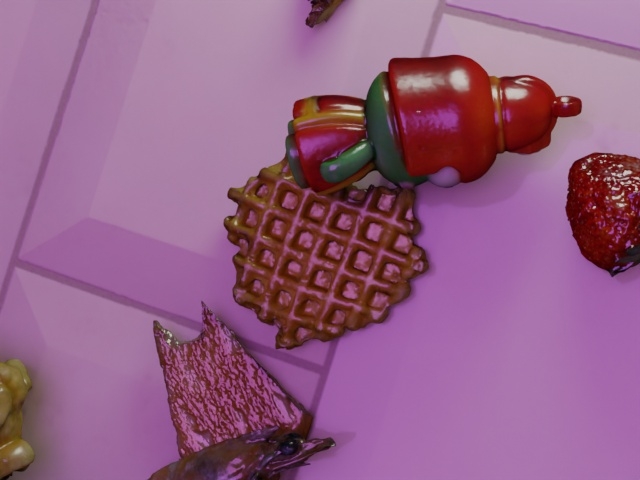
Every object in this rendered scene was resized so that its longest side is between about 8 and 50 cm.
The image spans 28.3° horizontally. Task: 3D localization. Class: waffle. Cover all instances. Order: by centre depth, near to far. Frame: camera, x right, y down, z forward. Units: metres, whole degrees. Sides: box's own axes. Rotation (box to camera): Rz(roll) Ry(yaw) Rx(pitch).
[{"bbox_3d":[-0.001,0.000,1.659,0.291,0.051,0.291,-1,86,18],"label":"waffle"}]

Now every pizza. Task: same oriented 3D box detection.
[{"bbox_3d":[-0.138,0.204,1.687,0.181,0.034,0.262,-39,78,12],"label":"pizza"}]

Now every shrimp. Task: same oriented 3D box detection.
[{"bbox_3d":[-0.108,0.336,1.632,0.317,0.077,0.168,-27,103,21],"label":"shrimp"}]

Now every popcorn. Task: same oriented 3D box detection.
[{"bbox_3d":[-0.522,0.257,1.723,0.286,0.215,0.252,-30,69,9],"label":"popcorn"}]

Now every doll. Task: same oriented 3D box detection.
[{"bbox_3d":[0.137,-0.147,1.559,0.363,0.182,0.160,-5,111,7],"label":"doll"}]

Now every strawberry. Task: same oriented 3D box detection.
[{"bbox_3d":[0.356,-0.040,1.507,0.131,0.131,0.148,-24,85,15],"label":"strawberry"}]

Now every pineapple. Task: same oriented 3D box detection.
[{"bbox_3d":[0.013,-0.336,1.694,0.114,0.077,0.114,40,111,52],"label":"pineapple"}]
